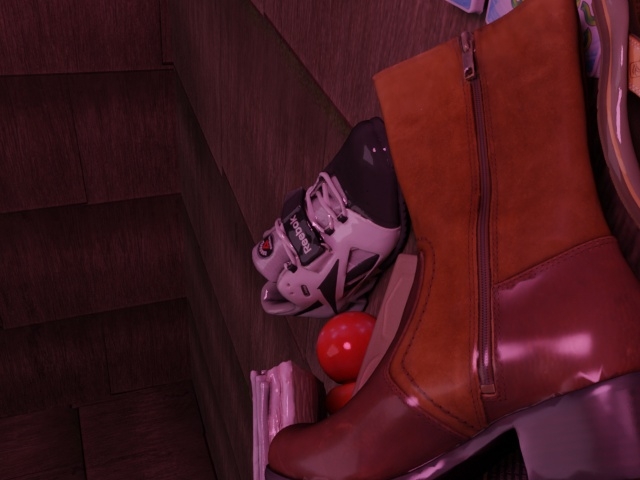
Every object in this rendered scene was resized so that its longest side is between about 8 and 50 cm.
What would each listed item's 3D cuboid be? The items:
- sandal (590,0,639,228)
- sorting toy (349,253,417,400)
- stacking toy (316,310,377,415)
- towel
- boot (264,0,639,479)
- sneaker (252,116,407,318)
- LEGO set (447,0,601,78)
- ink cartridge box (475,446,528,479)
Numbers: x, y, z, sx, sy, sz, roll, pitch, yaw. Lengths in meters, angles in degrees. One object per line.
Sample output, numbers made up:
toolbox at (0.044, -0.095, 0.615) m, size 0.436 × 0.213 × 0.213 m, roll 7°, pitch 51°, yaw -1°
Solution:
sandal at (0.176, -0.081, 0.350) m, size 0.049 × 0.072 × 0.180 m, roll -4°, pitch 93°, yaw 45°
sorting toy at (0.084, 0.110, 0.634) m, size 0.208 × 0.038 × 0.193 m, roll -178°, pitch 107°, yaw -79°
stacking toy at (0.057, 0.240, 0.765) m, size 0.141 × 0.141 × 0.331 m, roll 128°, pitch 135°, yaw -66°
towel at (-0.022, 0.309, 0.738) m, size 0.317 × 0.053 × 0.332 m, roll 66°, pitch -160°, yaw -72°
boot at (0.058, 0.011, 0.430) m, size 0.264 × 0.096 × 0.281 m, roll -24°, pitch 67°, yaw 39°
sneaker at (0.000, 0.000, 0.789) m, size 0.331 × 0.146 × 0.123 m, roll 106°, pitch 151°, yaw -50°
LEGO set at (0.129, -0.245, 0.418) m, size 0.182 × 0.060 × 0.244 m, roll -125°, pitch 32°, yaw -47°
ink cartridge box at (0.113, 0.262, 0.512) m, size 0.193 × 0.088 × 0.235 m, roll -59°, pitch -25°, yaw -57°
